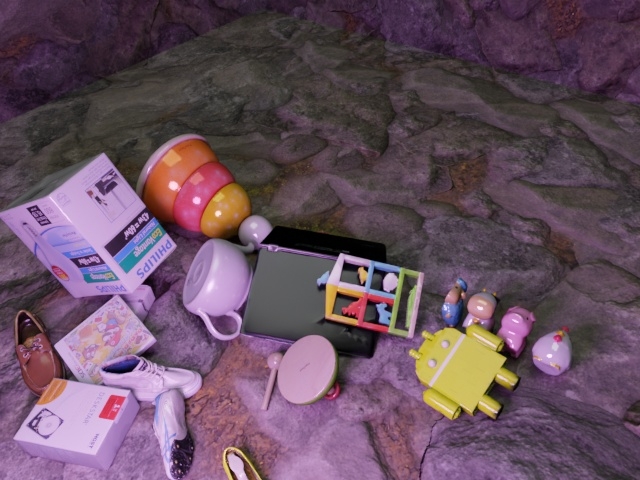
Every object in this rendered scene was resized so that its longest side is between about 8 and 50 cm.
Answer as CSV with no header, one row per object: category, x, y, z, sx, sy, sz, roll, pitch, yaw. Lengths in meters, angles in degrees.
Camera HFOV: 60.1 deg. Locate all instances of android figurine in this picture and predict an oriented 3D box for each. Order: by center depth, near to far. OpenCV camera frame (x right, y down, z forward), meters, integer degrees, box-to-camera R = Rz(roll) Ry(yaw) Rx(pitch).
android figurine,0.359,0.329,1.419,0.272,0.056,0.248,31,72,32

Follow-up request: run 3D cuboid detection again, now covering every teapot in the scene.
teapot,-0.286,0.131,1.668,0.187,0.256,0.252,25,6,-26

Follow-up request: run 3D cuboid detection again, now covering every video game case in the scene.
video game case,-0.616,0.293,1.584,0.227,0.026,0.206,-41,61,-17

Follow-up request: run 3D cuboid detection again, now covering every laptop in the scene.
laptop,-0.005,0.135,1.702,0.381,0.237,0.408,10,15,3

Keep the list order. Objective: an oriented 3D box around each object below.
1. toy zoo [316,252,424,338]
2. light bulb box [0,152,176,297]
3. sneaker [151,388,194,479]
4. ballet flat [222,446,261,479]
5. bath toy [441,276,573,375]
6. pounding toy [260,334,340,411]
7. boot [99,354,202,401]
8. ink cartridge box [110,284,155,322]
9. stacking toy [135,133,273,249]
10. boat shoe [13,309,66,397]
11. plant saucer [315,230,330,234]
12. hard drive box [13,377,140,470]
toy zoo,0.132,0.150,1.562,0.293,0.030,0.193,12,72,3
light bulb box,-0.705,-0.030,1.688,0.357,0.361,0.225,-8,34,40
sneaker,-0.372,0.483,1.370,0.086,0.085,0.237,-32,45,11
ballet flat,-0.160,0.559,1.247,0.077,0.077,0.231,-26,45,-22
bath toy,0.504,0.224,1.476,0.348,0.151,0.129,26,68,29
pounding toy,-0.030,0.361,1.456,0.236,0.110,0.183,-22,47,28
boot,-0.453,0.363,1.471,0.258,0.124,0.095,-6,42,0
ink cartridge box,-0.592,0.211,1.706,0.109,0.063,0.151,3,43,12
stacking toy,-0.364,-0.115,1.921,0.479,0.351,0.350,36,55,17
boat shoe,-0.821,0.320,1.583,0.110,0.105,0.307,-29,46,-23
plant saucer,0.000,0.000,1.901,0.083,0.013,0.084,-3,41,3
hard drive box,-0.612,0.462,1.409,0.232,0.089,0.181,5,43,12
